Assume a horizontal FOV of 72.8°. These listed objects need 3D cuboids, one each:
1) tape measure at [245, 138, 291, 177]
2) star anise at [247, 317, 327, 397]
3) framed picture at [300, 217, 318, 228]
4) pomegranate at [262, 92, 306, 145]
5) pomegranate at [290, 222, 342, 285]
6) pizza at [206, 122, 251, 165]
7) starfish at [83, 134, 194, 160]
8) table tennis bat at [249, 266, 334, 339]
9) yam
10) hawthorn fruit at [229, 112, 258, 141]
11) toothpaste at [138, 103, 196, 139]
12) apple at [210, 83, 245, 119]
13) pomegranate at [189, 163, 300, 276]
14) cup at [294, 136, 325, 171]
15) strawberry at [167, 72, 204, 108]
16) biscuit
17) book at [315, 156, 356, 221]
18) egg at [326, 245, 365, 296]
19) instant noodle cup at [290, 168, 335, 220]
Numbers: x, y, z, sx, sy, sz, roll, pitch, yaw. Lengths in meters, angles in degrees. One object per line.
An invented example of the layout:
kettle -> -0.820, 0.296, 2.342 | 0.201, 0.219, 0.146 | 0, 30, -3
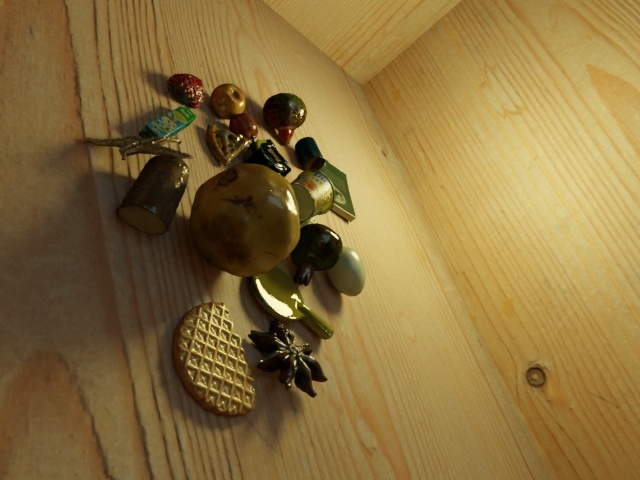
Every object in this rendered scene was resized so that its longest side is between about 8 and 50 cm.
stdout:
tape measure -> -0.224, -0.321, 1.759 | 0.199, 0.112, 0.186 | 50, 21, 1
star anise -> -0.092, 0.341, 1.277 | 0.288, 0.088, 0.288 | 37, 21, -17
framed picture -> 0.000, 0.000, 1.858 | 0.231, 0.010, 0.173 | 50, 28, -11
pomegranate -> -0.169, -0.573, 2.061 | 0.214, 0.215, 0.247 | -18, 112, -61
pomegranate -> -0.027, 0.051, 1.591 | 0.202, 0.202, 0.247 | 36, 60, -32
pizza -> -0.336, -0.361, 1.638 | 0.176, 0.036, 0.184 | -4, 67, -27
starfish -> -0.487, -0.272, 1.230 | 0.296, 0.047, 0.231 | 7, 23, 4
table tennis bat -> -0.094, 0.211, 1.453 | 0.369, 0.054, 0.224 | 42, 24, -18
yam -> -0.450, -0.130, 1.191 | 0.129, 0.128, 0.238 | 76, 13, -46
hawthorn fruit -> -0.313, -0.454, 1.762 | 0.128, 0.128, 0.128 | 37, 33, -30
toothpaste -> -0.507, -0.389, 1.457 | 0.065, 0.050, 0.266 | 44, 29, -14
apple -> -0.374, -0.572, 1.775 | 0.146, 0.147, 0.146 | 37, 33, -30
pomegranate -> -0.214, -0.057, 1.277 | 0.333, 0.333, 0.332 | 37, 33, -30
cup -> -0.052, -0.415, 2.135 | 0.150, 0.114, 0.138 | 65, 2, -66
strawberry -> -0.494, -0.576, 1.646 | 0.192, 0.085, 0.140 | 5, 53, -57
biscuit -> -0.272, 0.295, 1.098 | 0.205, 0.040, 0.308 | 9, 52, -53
book -> 0.060, -0.284, 2.228 | 0.260, 0.043, 0.370 | 32, 35, -32
egg -> 0.103, 0.124, 1.738 | 0.151, 0.151, 0.209 | 0, 65, -57
instant noodle cup -> -0.062, -0.177, 1.784 | 0.204, 0.205, 0.153 | 55, 38, -1
